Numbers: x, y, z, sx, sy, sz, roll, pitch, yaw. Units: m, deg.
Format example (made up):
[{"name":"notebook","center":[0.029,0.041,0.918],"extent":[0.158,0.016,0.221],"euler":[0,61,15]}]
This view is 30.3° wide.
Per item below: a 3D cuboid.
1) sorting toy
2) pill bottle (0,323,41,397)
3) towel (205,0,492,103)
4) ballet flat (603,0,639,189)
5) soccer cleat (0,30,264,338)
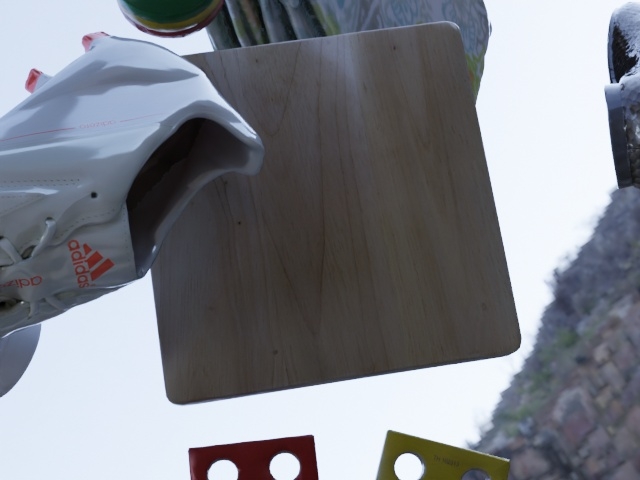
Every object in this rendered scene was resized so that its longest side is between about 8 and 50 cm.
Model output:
[{"name":"sorting toy","center":[0.000,0.000,0.462],"extent":[0.132,0.274,0.046],"euler":[-9,-13,-5]},{"name":"pill bottle","center":[-0.487,0.080,1.413],"extent":[0.161,0.161,0.283],"euler":[-41,-51,20]},{"name":"towel","center":[0.028,-0.186,0.902],"extent":[0.090,0.374,0.320],"euler":[-8,-49,25]},{"name":"ballet flat","center":[0.194,-0.086,0.672],"extent":[0.058,0.084,0.250],"euler":[-8,16,17]},{"name":"soccer cleat","center":[-0.100,0.003,0.369],"extent":[0.196,0.076,0.068],"euler":[-44,-25,-29]}]
